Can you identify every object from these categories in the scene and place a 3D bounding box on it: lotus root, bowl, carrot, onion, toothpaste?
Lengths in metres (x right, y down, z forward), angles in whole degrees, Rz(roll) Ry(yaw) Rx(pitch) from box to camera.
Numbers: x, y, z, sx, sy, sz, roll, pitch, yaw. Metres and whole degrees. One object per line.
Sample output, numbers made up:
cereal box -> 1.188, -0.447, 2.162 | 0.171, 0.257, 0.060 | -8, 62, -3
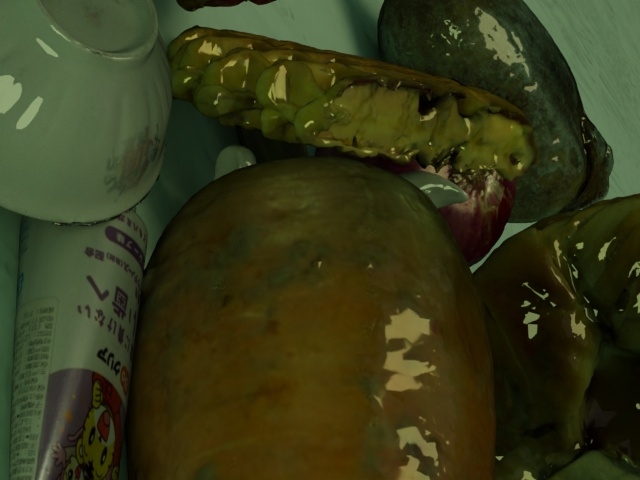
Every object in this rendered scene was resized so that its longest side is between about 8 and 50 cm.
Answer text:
lotus root -> 0.153, -0.148, 1.916 | 0.349, 0.175, 0.175 | 54, 25, -29
bowl -> -0.144, -0.108, 1.094 | 0.189, 0.086, 0.189 | 24, 46, -27
carrot -> -0.003, 0.124, 1.155 | 0.224, 0.224, 0.340 | 46, 31, -49
onion -> 0.076, -0.053, 1.636 | 0.177, 0.153, 0.177 | 43, 35, -41
toothpaste -> -0.136, 0.072, 1.095 | 0.114, 0.073, 0.299 | 65, 21, -55

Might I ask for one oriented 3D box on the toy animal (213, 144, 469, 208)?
toy animal -> 0.000, 0.000, 1.375 | 0.182, 0.127, 0.131 | -6, 120, -47

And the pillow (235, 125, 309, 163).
pillow -> -0.020, -0.019, 1.516 | 0.130, 0.033, 0.217 | 18, 53, -64

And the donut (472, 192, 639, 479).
donut -> 0.258, 0.137, 1.668 | 0.170, 0.360, 0.360 | -44, 114, -83

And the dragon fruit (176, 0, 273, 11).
dragon fruit -> -0.084, -0.290, 1.338 | 0.315, 0.250, 0.250 | 51, 27, -27

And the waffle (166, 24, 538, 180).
waffle -> 0.023, -0.099, 1.395 | 0.309, 0.283, 0.065 | -97, -159, -78
